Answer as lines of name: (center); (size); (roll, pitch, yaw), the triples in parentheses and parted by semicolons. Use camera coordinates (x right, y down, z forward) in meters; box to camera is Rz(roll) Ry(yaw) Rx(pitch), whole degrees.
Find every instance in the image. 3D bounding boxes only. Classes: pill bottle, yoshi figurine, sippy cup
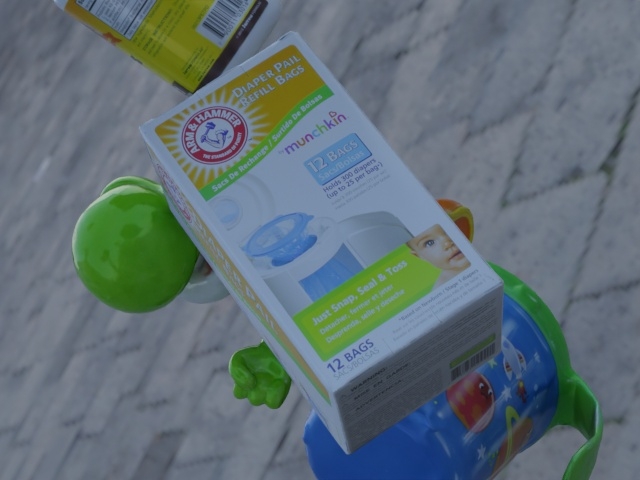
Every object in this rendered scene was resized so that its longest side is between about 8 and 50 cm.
pill bottle: (-0.148, -0.218, 1.368); (0.117, 0.215, 0.117); (-54, 8, 11)
yoshi figurine: (-0.064, 0.024, 1.352); (0.362, 0.203, 0.203); (10, 71, 27)
sippy cup: (0.100, 0.162, 1.542); (0.305, 0.240, 0.224); (-17, 17, 35)

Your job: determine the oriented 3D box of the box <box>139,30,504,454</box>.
box: (0.000, 0.000, 0.903); (0.114, 0.203, 0.103); (-32, -25, -10)
